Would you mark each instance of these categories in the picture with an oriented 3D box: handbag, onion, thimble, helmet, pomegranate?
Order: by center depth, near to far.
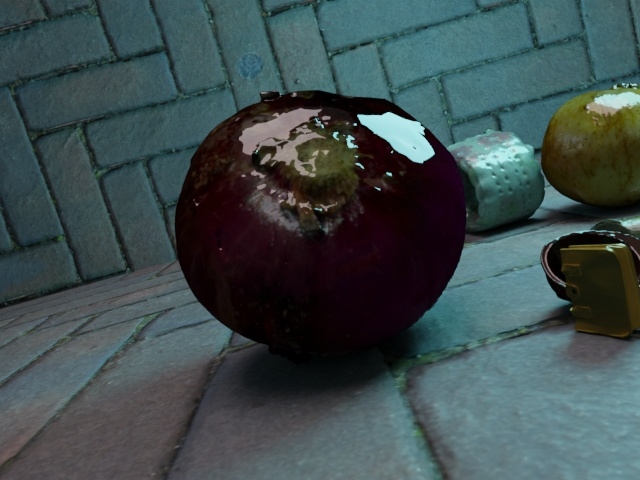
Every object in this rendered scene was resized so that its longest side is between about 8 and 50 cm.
[{"bbox_3d":[0.258,0.044,0.470,0.027,0.083,0.061,-19,6,-26],"label":"handbag"},{"bbox_3d":[0.291,0.040,0.544,0.111,0.057,0.089,-5,45,9],"label":"helmet"},{"bbox_3d":[0.000,0.000,0.668,0.347,0.348,0.385,-17,-26,-9],"label":"onion"},{"bbox_3d":[0.535,-0.176,0.941,0.248,0.248,0.248,-15,8,2],"label":"pomegranate"},{"bbox_3d":[0.348,-0.128,1.063,0.149,0.211,0.185,-18,-22,-6],"label":"thimble"}]

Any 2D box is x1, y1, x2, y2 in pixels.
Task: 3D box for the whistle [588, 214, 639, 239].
[{"bbox_3d":[0.496,-0.028,0.602,0.326,0.057,0.068,-12,8,24],"label":"whistle"}]
